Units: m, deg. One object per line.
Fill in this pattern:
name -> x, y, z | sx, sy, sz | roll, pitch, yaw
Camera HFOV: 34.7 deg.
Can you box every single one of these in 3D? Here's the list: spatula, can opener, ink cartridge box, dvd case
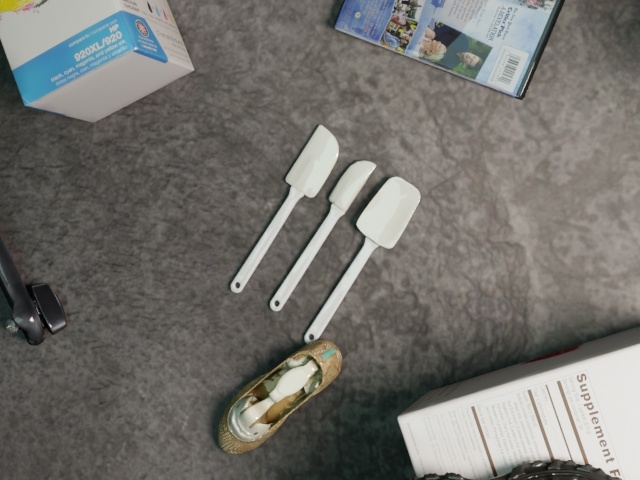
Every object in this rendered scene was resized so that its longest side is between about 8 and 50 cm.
spatula -> 0.000, 0.000, 1.278 | 0.168, 0.019, 0.242 | 35, 100, 14
can opener -> -0.420, 0.060, 1.404 | 0.186, 0.073, 0.059 | 55, 143, 14
ink cartridge box -> -0.301, -0.297, 1.298 | 0.168, 0.171, 0.233 | -24, 83, 16
dvd case -> 0.160, -0.296, 1.226 | 0.253, 0.022, 0.180 | 24, 96, 17

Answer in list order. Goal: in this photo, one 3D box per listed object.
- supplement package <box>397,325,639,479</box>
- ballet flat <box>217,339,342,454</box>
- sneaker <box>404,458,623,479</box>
supplement package -> 0.261, 0.215, 1.107 | 0.293, 0.177, 0.175 | -20, 85, 17
ballet flat -> -0.062, 0.196, 1.272 | 0.206, 0.067, 0.073 | -45, 79, 13
sneaker -> 0.191, 0.286, 1.000 | 0.271, 0.100, 0.108 | -7, 115, 15
